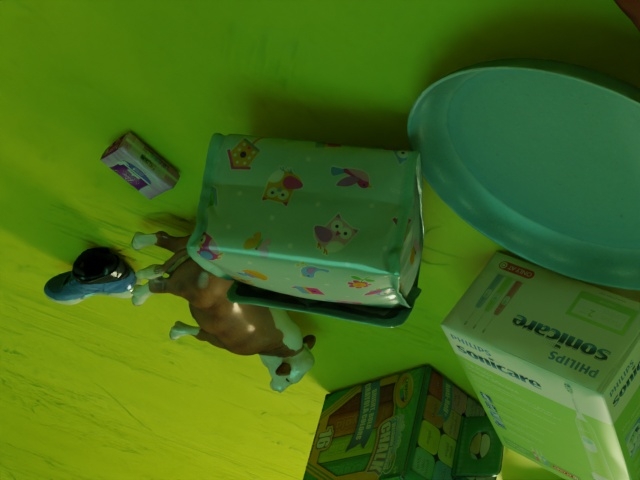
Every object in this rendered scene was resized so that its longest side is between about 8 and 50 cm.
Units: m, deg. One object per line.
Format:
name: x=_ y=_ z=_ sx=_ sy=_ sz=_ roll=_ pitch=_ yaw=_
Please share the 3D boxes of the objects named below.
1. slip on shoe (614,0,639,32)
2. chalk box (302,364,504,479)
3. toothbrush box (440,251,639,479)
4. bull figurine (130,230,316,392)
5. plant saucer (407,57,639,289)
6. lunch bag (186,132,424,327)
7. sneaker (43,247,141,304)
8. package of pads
slip on shoe: x=0.312 y=-0.152 z=0.700 sx=0.331 sy=0.101 sz=0.123 roll=41 pitch=141 yaw=-26
chalk box: x=0.140 y=0.311 z=1.327 sx=0.179 sy=0.180 sz=0.289 roll=37 pitch=139 yaw=-24
toothbrush box: x=0.289 y=0.169 z=1.059 sx=0.206 sy=0.122 sz=0.283 roll=22 pitch=155 yaw=43
bull figurine: x=-0.128 y=0.092 z=1.222 sx=0.188 sy=0.101 sz=0.310 roll=2 pitch=141 yaw=25
plant saucer: x=0.231 y=-0.061 z=0.845 sx=0.317 sy=0.044 sz=0.317 roll=26 pitch=158 yaw=11
lunch bag: x=0.000 y=0.000 z=0.995 sx=0.223 sy=0.160 sz=0.262 roll=8 pitch=164 yaw=10
sneaker: x=-0.337 y=0.047 z=1.290 sx=0.152 sy=0.058 sz=0.085 roll=-2 pitch=146 yaw=20
package of pads: x=-0.213 y=-0.087 z=1.082 sx=0.050 sy=0.032 sz=0.083 roll=-22 pitch=128 yaw=41
